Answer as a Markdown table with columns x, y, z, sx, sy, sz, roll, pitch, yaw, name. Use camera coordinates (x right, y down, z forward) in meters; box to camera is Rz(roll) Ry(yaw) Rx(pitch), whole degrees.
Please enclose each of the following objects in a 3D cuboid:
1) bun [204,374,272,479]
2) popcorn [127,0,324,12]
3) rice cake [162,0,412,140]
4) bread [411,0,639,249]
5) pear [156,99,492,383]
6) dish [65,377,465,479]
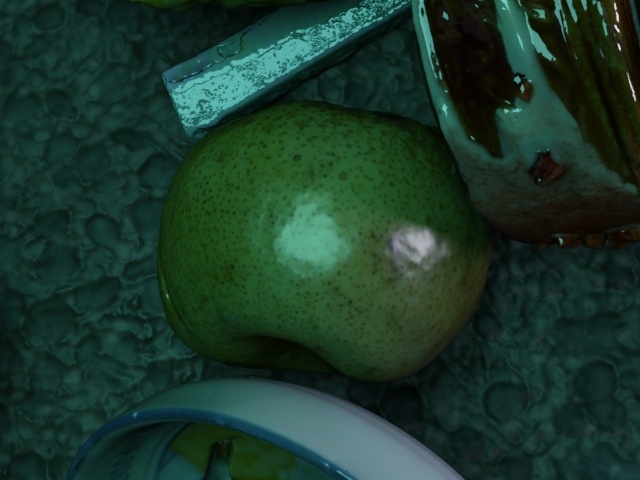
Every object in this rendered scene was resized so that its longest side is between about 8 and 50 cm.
| x | y | z | sx | sy | sz | roll | pitch | yaw | name |
| --- | --- | --- | --- | --- | --- | --- | --- | --- | --- |
| -0.039 | 0.109 | 0.834 | 0.083 | 0.045 | 0.083 | -2 | 79 | 12 | bun |
| -0.051 | -0.252 | 0.778 | 0.237 | 0.293 | 0.293 | -8 | 82 | 24 | popcorn |
| 0.010 | -0.123 | 0.856 | 0.211 | 0.034 | 0.043 | -30 | 81 | 7 | rice cake |
| 0.122 | -0.105 | 0.729 | 0.142 | 0.224 | 0.212 | -11 | 57 | 23 | bread |
| 0.000 | 0.000 | 0.783 | 0.167 | 0.167 | 0.137 | 7 | 81 | 13 | pear |
| 0.018 | 0.163 | 0.759 | 0.273 | 0.134 | 0.273 | 20 | 129 | 27 | dish |
